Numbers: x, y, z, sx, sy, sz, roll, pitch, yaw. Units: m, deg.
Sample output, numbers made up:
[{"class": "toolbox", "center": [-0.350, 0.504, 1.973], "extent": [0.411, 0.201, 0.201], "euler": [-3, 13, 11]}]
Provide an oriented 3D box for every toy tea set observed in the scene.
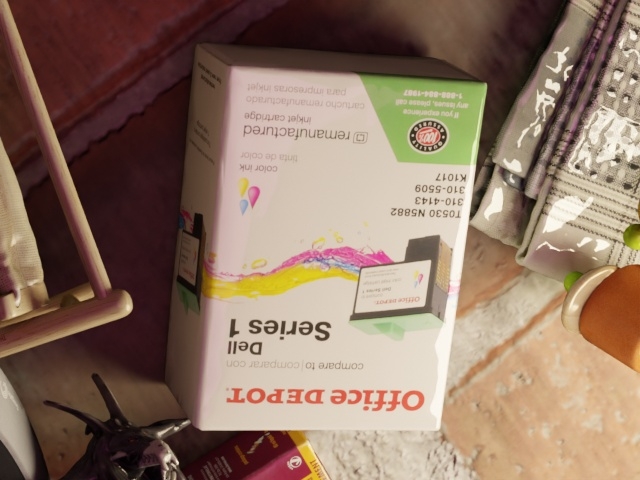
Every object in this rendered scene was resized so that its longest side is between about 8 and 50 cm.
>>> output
[{"class": "toy tea set", "center": [0.313, -0.051, 1.494], "extent": [0.336, 0.124, 0.200], "euler": [-37, 141, -11]}]

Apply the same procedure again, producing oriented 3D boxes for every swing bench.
[{"class": "swing bench", "center": [-0.294, -0.029, 1.292], "extent": [0.254, 0.165, 0.253], "euler": [-21, 95, -10]}]

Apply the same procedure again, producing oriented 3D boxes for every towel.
[{"class": "towel", "center": [0.307, -0.089, 1.542], "extent": [0.324, 0.056, 0.312], "euler": [22, 98, -20]}]

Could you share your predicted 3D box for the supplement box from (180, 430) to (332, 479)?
[{"class": "supplement box", "center": [-0.076, 0.232, 1.502], "extent": [0.188, 0.081, 0.104], "euler": [-32, 111, -6]}]

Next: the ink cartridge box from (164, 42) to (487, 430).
[{"class": "ink cartridge box", "center": [0.000, 0.000, 1.441], "extent": [0.201, 0.117, 0.278], "euler": [2, 105, -17]}]

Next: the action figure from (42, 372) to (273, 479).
[{"class": "action figure", "center": [-0.098, 0.222, 1.369], "extent": [0.164, 0.141, 0.276], "euler": [-30, 100, -49]}]

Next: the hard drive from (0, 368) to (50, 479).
[{"class": "hard drive", "center": [-0.278, 0.197, 1.378], "extent": [0.172, 0.054, 0.255], "euler": [-20, 145, -11]}]
